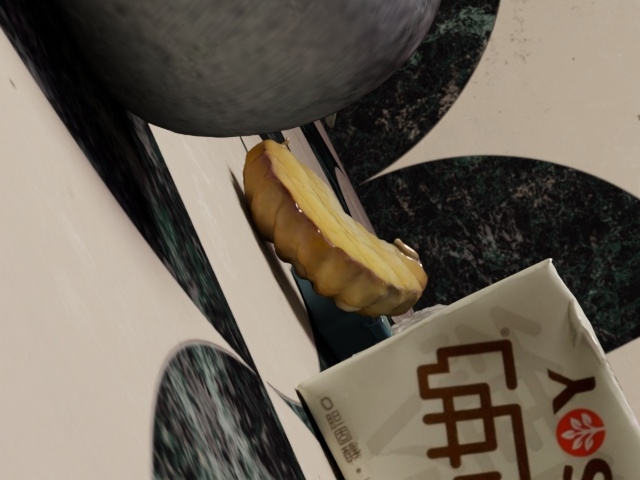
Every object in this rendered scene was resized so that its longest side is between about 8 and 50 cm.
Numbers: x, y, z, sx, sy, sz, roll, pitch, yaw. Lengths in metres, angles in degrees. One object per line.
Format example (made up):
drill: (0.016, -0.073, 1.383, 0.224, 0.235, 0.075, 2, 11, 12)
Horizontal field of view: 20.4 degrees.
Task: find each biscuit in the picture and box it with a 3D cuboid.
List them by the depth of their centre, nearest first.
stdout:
biscuit: (0.000, 0.000, 1.420, 0.183, 0.061, 0.118, 44, 21, -2)

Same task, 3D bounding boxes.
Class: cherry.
cherry: (-0.056, -0.179, 0.990, 0.296, 0.218, 0.255, 47, 12, -33)

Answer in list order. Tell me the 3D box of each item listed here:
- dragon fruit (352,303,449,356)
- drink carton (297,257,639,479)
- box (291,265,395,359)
dragon fruit: (0.164, 0.167, 1.551, 0.283, 0.204, 0.221, 64, 5, 23)
drink carton: (0.146, 0.201, 1.170, 0.324, 0.194, 0.132, 63, 2, 17)
box: (0.018, 0.050, 1.506, 0.074, 0.054, 0.099, 53, 10, -52)
